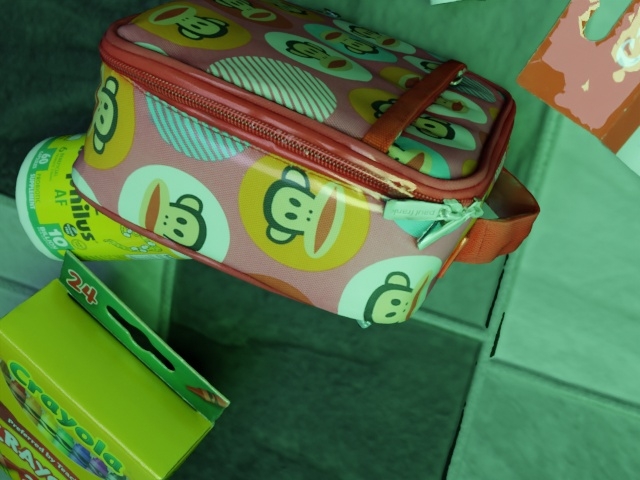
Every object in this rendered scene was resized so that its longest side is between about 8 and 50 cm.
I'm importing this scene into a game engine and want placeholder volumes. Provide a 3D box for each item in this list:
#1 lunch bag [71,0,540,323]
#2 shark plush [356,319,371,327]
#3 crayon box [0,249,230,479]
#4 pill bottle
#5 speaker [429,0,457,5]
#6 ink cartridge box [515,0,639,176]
[{"bbox_3d":[0.018,-0.062,0.493,0.258,0.293,0.120,25,116,8],"label":"lunch bag"},{"bbox_3d":[0.000,0.000,0.647,0.073,0.067,0.161,-5,105,23],"label":"shark plush"},{"bbox_3d":[-0.231,0.174,0.735,0.202,0.081,0.318,41,136,5],"label":"crayon box"},{"bbox_3d":[-0.147,-0.041,0.664,0.208,0.117,0.117,-1,107,22],"label":"pill bottle"},{"bbox_3d":[0.097,-0.237,0.535,0.055,0.055,0.136,-3,107,22],"label":"speaker"},{"bbox_3d":[0.277,-0.113,0.508,0.232,0.066,0.189,34,117,3],"label":"ink cartridge box"}]
